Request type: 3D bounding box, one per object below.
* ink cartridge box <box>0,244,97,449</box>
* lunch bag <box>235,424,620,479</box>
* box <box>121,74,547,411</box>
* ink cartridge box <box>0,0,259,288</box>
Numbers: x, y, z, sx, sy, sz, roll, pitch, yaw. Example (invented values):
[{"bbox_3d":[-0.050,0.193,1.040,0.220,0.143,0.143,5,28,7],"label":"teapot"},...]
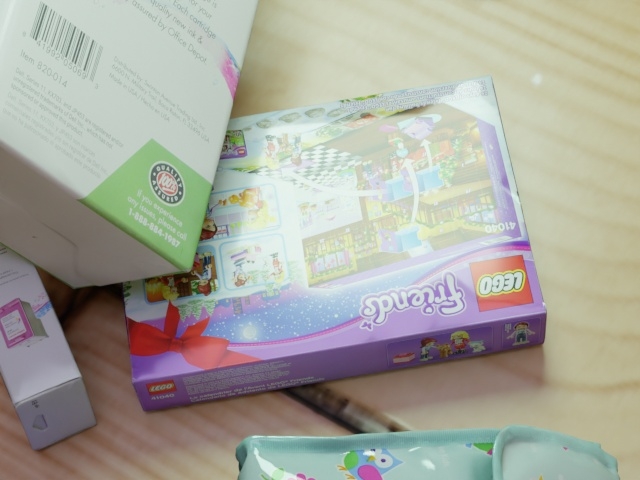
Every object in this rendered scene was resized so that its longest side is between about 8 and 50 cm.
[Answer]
[{"bbox_3d":[-0.205,0.073,1.234,0.052,0.088,0.122,-21,64,-9],"label":"ink cartridge box"},{"bbox_3d":[0.081,0.236,1.095,0.262,0.160,0.223,-1,60,-9],"label":"lunch bag"},{"bbox_3d":[0.000,0.000,1.272,0.293,0.057,0.201,-9,62,0],"label":"box"},{"bbox_3d":[-0.155,-0.170,1.215,0.119,0.207,0.353,-9,56,38],"label":"ink cartridge box"}]
